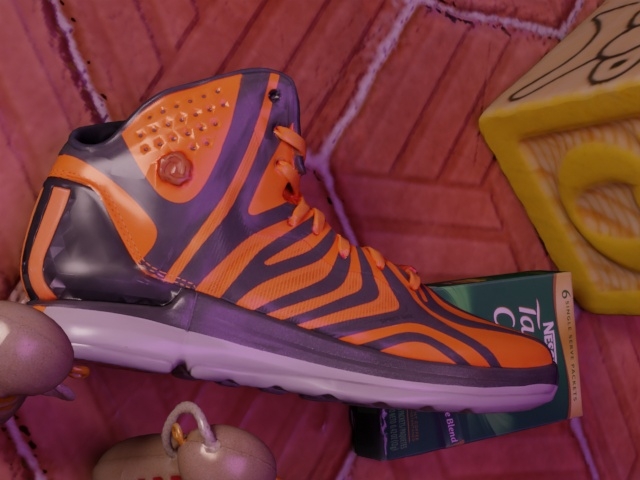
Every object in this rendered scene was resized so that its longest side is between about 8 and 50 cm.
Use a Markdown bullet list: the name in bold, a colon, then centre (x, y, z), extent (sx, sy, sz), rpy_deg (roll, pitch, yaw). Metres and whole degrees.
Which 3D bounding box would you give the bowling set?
- **bowling set**: centre (-0.093, 0.175, 0.501), extent (0.287, 0.154, 0.200), rpy_deg (28, 62, -21)

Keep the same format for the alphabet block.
- **alphabet block**: centre (0.271, -0.077, 0.756), extent (0.197, 0.192, 0.193), rpy_deg (-41, 107, -26)

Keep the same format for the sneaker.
- **sneaker**: centre (0.000, 0.000, 0.596), extent (0.321, 0.124, 0.180), rpy_deg (12, 79, -19)

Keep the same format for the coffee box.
- **coffee box**: centre (0.104, 0.082, 0.728), extent (0.184, 0.040, 0.113), rpy_deg (-3, 89, -32)
